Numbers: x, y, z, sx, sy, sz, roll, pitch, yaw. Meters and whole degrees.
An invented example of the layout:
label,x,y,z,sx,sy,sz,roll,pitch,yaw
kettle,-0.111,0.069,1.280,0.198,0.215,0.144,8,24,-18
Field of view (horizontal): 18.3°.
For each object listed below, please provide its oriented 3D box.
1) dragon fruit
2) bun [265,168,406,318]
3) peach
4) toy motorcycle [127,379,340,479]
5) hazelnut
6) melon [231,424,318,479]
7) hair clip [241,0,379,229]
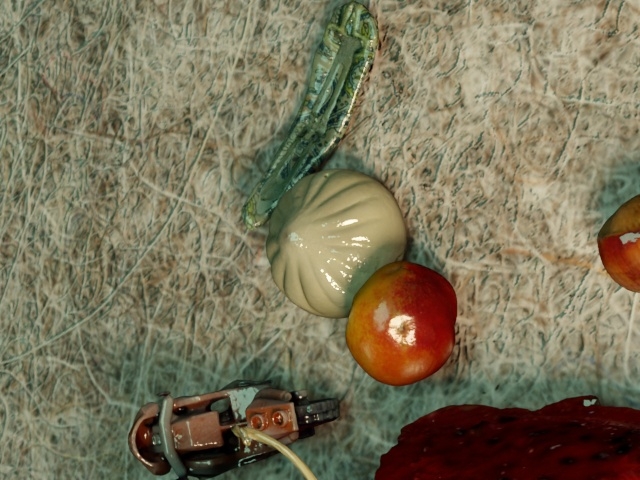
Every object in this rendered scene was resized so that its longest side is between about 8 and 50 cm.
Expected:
label,x,y,z,sx,sy,sz,roll,pitch,yaw
dragon fruit,0.233,0.252,1.539,0.329,0.228,0.286,-23,101,14
bun,0.000,0.000,1.756,0.138,0.094,0.138,-9,77,41
peach,0.069,0.069,1.684,0.100,0.100,0.101,-7,80,38
toy motorcycle,-0.088,0.169,1.785,0.212,0.118,0.084,-13,85,37
hazelnut,0.260,0.003,1.558,0.086,0.086,0.086,-7,80,38
melon,-0.038,0.347,1.637,0.272,0.271,0.308,53,127,31
hair clip,-0.008,-0.110,1.814,0.066,0.036,0.229,32,98,33
